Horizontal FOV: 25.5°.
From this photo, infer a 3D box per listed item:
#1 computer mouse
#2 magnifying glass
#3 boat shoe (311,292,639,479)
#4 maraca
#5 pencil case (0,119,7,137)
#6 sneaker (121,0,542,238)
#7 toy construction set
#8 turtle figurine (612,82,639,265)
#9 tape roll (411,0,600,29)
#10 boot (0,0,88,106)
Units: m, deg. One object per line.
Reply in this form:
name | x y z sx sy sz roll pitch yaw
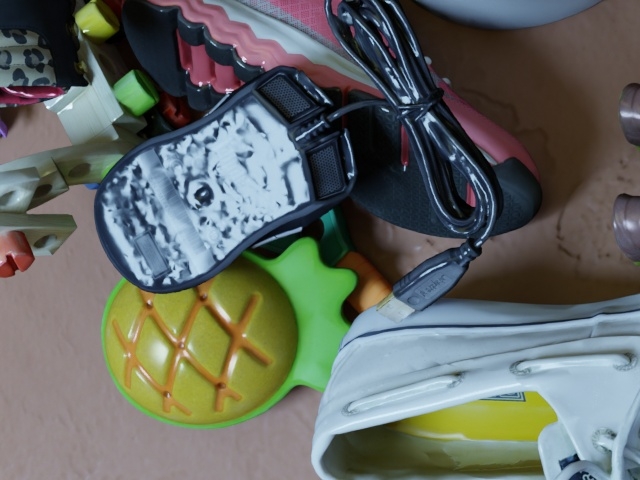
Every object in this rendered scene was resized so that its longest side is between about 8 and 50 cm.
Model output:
computer mouse | -0.009 -0.021 0.869 0.262 0.060 0.184 -35 88 28
magnifying glass | 0.000 0.000 0.972 0.092 0.026 0.231 -47 66 10
boat shoe | 0.157 0.107 0.782 0.367 0.135 0.156 -2 38 25
maraca | -0.060 0.061 0.947 0.186 0.099 0.127 -10 97 14
pencil case | -0.301 -0.170 1.114 0.088 0.086 0.206 -10 76 -2
sneaker | 0.024 -0.122 0.939 0.314 0.116 0.136 31 62 15
toy construction set | -0.210 -0.131 0.987 0.151 0.215 0.327 -21 72 20
turtle figurine | 0.278 -0.028 0.805 0.217 0.087 0.269 0 96 35
tape roll | 0.105 -0.274 0.896 0.246 0.169 0.246 -5 77 24
boot | -0.165 -0.179 0.901 0.085 0.236 0.178 -18 83 56
